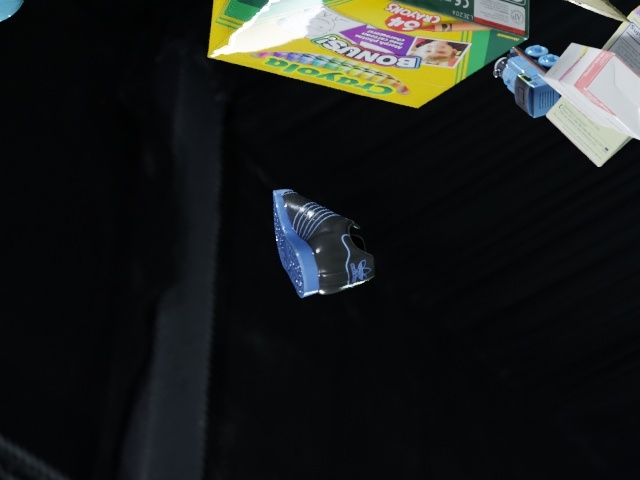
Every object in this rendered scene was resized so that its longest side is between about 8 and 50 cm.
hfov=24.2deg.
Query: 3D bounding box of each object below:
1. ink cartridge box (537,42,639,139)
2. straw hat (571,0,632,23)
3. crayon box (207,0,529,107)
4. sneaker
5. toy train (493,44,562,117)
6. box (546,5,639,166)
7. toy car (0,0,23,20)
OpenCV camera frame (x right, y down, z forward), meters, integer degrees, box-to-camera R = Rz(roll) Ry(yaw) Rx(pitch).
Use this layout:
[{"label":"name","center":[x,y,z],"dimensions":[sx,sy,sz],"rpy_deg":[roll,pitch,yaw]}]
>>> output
[{"label":"ink cartridge box","center":[0.388,-0.211,2.065],"dimensions":[0.115,0.067,0.198],"rpy_deg":[38,-178,-17]},{"label":"straw hat","center":[0.319,-0.313,1.794],"dimensions":[0.144,0.061,0.144],"rpy_deg":[20,-171,-3]},{"label":"crayon box","center":[0.064,-0.318,2.145],"dimensions":[0.363,0.313,0.106],"rpy_deg":[12,-110,-23]},{"label":"sneaker","center":[0.000,0.000,1.766],"dimensions":[0.232,0.090,0.081],"rpy_deg":[-115,19,-62]},{"label":"toy train","center":[0.384,-0.291,2.680],"dimensions":[0.184,0.105,0.080],"rpy_deg":[-127,28,-51]},{"label":"box","center":[0.489,-0.261,2.235],"dimensions":[0.117,0.243,0.213],"rpy_deg":[46,-133,8]},{"label":"toy car","center":[-0.402,-0.400,1.964],"dimensions":[0.238,0.210,0.219],"rpy_deg":[29,165,42]}]
